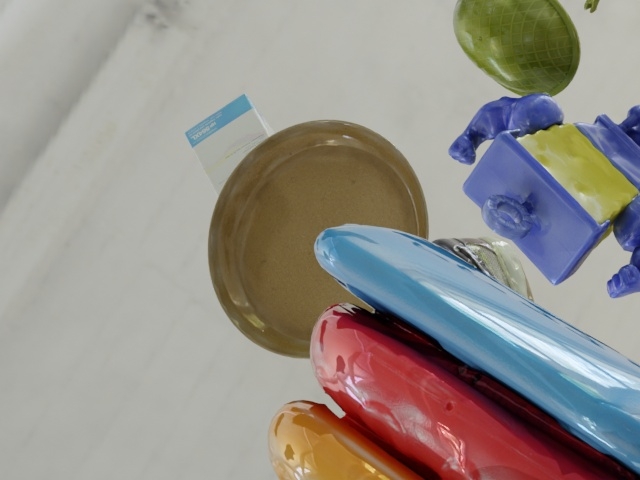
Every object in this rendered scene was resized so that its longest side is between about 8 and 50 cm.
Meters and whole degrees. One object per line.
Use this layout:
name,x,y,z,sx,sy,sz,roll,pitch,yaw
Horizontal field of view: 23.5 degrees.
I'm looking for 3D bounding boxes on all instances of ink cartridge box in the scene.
ink cartridge box,-0.082,-0.080,1.816,0.090,0.143,0.092,-32,-37,4

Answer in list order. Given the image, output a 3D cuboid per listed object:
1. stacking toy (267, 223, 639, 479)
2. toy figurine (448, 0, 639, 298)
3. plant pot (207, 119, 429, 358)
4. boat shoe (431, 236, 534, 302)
stacking toy,0.012,0.159,0.583,0.302,0.166,0.175,-57,-34,-2
toy figurine,0.186,-0.081,1.155,0.217,0.362,0.191,-28,-22,-37
plant pot,0.000,0.000,1.500,0.032,0.236,0.236,24,-93,-63
boat shoe,0.173,0.108,1.519,0.092,0.285,0.103,6,-44,-26
